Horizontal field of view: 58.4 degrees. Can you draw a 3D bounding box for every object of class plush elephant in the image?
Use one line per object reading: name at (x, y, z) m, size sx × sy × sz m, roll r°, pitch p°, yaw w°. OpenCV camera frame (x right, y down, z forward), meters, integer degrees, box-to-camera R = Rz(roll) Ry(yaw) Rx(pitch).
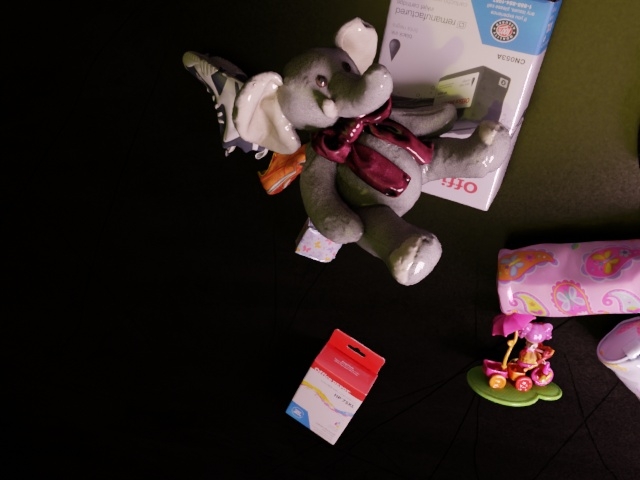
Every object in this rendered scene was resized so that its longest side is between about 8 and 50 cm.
plush elephant at (0.047, -0.149, 0.757) m, size 0.330 × 0.272 × 0.255 m, roll 22°, pitch 152°, yaw 46°

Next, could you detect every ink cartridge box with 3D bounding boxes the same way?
ink cartridge box at (0.202, -0.230, 0.880) m, size 0.223 × 0.129 × 0.307 m, roll 19°, pitch 121°, yaw 17°
ink cartridge box at (0.030, 0.321, 1.256) m, size 0.134 × 0.078 × 0.231 m, roll 31°, pitch 122°, yaw 10°

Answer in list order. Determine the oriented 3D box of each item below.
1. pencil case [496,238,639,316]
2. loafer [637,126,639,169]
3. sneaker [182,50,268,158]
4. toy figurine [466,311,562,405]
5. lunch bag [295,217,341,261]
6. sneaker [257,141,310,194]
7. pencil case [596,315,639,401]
pencil case at (0.430, 0.060, 0.917) m, size 0.284 × 0.124 × 0.124 m, roll -7°, pitch 110°, yaw 28°
loafer at (0.492, -0.175, 0.808) m, size 0.061 × 0.062 × 0.170 m, roll 10°, pitch 118°, yaw 17°
sneaker at (-0.177, -0.242, 1.080) m, size 0.235 × 0.094 × 0.153 m, roll 30°, pitch 115°, yaw -1°
toy figurine at (0.364, 0.195, 1.027) m, size 0.173 × 0.130 × 0.159 m, roll 7°, pitch 108°, yaw -1°
lunch bag at (0.000, 0.000, 1.134) m, size 0.083 × 0.053 × 0.071 m, roll 20°, pitch 124°, yaw -13°
sneaker at (-0.057, -0.152, 1.086) m, size 0.175 × 0.064 × 0.067 m, roll -32°, pitch 87°, yaw 31°
pencil case at (0.576, 0.252, 0.930) m, size 0.273 × 0.124 × 0.113 m, roll 49°, pitch 124°, yaw -1°
